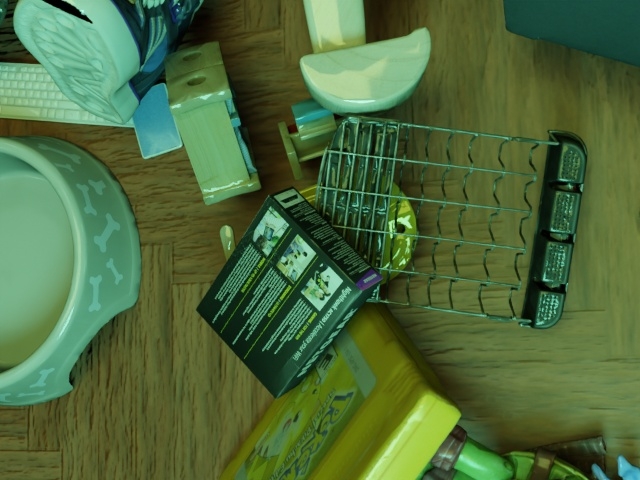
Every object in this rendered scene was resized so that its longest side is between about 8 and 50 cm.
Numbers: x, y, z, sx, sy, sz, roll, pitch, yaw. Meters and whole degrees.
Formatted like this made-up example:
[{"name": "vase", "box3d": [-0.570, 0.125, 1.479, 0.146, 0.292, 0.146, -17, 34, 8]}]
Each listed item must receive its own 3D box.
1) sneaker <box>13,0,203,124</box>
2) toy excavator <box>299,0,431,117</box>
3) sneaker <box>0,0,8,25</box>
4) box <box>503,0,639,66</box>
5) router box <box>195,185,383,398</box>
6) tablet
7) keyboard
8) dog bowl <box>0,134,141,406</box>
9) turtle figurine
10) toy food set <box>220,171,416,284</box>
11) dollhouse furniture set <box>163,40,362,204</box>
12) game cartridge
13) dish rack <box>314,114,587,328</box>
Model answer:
[{"name": "sneaker", "box3d": [-0.206, -0.277, 0.988, 0.130, 0.323, 0.236, 26, 78, -1]}, {"name": "toy excavator", "box3d": [0.077, -0.406, 0.928, 0.445, 0.222, 0.433, -36, 88, 2]}, {"name": "sneaker", "box3d": [-0.501, -0.240, 1.192, 0.341, 0.125, 0.140, -40, 30, 23]}, {"name": "box", "box3d": [0.369, -0.363, 0.822, 0.293, 0.212, 0.396, 22, 78, 22]}, {"name": "router box", "box3d": [-0.037, 0.055, 0.928, 0.133, 0.046, 0.179, 46, 126, 14]}, {"name": "tablet", "box3d": [-0.204, -0.147, 1.128, 0.054, 0.006, 0.083, -17, 86, 10]}, {"name": "keyboard", "box3d": [-0.343, -0.189, 1.178, 0.255, 0.014, 0.072, 6, 86, 18]}, {"name": "dog bowl", "box3d": [-0.397, 0.031, 1.125, 0.348, 0.102, 0.349, -2, 84, 16]}, {"name": "turtle figurine", "box3d": [0.152, 0.281, 0.878, 0.266, 0.198, 0.275, 27, 89, 22]}, {"name": "toy food set", "box3d": [0.000, 0.000, 1.015, 0.217, 0.071, 0.128, -19, 99, 8]}, {"name": "dollhouse furniture set", "box3d": [-0.063, -0.149, 1.013, 0.183, 0.129, 0.129, -17, 38, -1]}, {"name": "game cartridge", "box3d": [-0.004, 0.206, 0.879, 0.052, 0.324, 0.285, 34, 95, -11]}, {"name": "dish rack", "box3d": [0.129, -0.021, 0.932, 0.271, 0.074, 0.208, 7, 97, 4]}]
